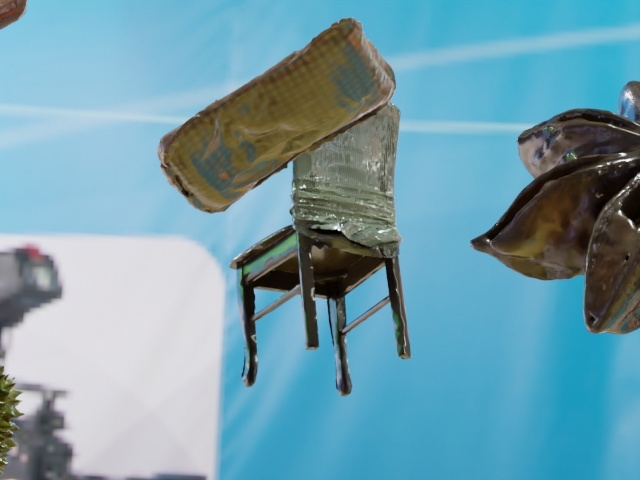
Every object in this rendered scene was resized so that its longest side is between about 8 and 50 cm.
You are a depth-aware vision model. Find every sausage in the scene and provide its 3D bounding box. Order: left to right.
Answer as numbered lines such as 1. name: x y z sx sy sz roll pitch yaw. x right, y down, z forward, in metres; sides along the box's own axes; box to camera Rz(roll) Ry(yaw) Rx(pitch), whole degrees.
1. sausage: -0.330 -0.196 1.533 0.147 0.035 0.030 -31 -21 -31

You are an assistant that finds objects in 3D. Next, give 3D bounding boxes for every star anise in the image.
1. star anise: 0.277 -0.034 1.235 0.315 0.108 0.315 -5 34 3

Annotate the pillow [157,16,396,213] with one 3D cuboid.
1. pillow: -0.036 -0.102 1.412 0.211 0.034 0.135 -34 -31 5

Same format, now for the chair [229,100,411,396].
1. chair: 0.000 0.000 1.918 0.160 0.319 0.186 9 -26 -28

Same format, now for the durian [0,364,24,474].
1. durian: -0.322 0.132 1.333 0.159 0.198 0.146 3 9 30
